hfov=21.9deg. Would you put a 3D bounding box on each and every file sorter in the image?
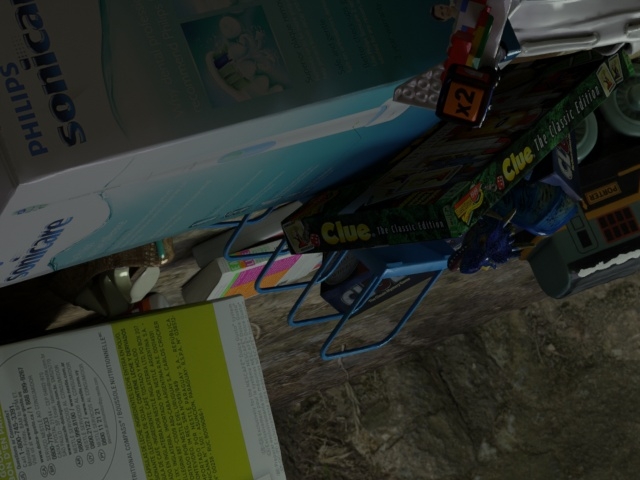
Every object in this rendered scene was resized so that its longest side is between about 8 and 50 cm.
[{"bbox_3d":[0.000,0.000,1.313,0.118,0.170,0.104,-7,136,-56],"label":"file sorter"}]

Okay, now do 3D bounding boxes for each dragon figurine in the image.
[{"bbox_3d":[0.143,-0.050,1.235,0.144,0.085,0.289,8,-156,40],"label":"dragon figurine"}]

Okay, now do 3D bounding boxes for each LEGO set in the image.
[{"bbox_3d":[0.086,-0.159,0.765,0.060,0.244,0.182,17,171,5],"label":"LEGO set"}]

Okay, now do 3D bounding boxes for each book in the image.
[{"bbox_3d":[-0.058,0.027,1.653,0.144,0.035,0.096,-16,165,-32],"label":"book"}]

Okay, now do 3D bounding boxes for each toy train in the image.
[{"bbox_3d":[0.321,-0.074,1.639,0.334,0.190,0.142,-20,170,-13],"label":"toy train"}]

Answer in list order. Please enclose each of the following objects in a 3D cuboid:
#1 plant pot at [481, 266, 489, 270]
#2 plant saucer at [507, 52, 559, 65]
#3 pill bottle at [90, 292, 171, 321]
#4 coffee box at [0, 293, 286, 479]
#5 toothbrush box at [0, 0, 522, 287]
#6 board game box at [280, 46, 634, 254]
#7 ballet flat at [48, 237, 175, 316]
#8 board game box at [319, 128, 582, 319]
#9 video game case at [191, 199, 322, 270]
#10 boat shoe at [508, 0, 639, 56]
[{"bbox_3d":[0.154,-0.030,1.771,0.083,0.081,0.081,14,132,-19],"label":"plant pot"},{"bbox_3d":[0.088,-0.137,1.251,0.278,0.041,0.278,-22,171,-4],"label":"plant saucer"},{"bbox_3d":[-0.224,0.123,1.770,0.152,0.086,0.086,-23,170,3],"label":"pill bottle"},{"bbox_3d":[-0.257,0.256,1.498,0.334,0.338,0.338,-11,178,-44],"label":"coffee box"},{"bbox_3d":[-0.075,-0.086,0.919,0.295,0.126,0.216,-18,171,-25],"label":"toothbrush box"},{"bbox_3d":[0.097,-0.064,1.111,0.136,0.030,0.260,-10,-159,40],"label":"board game box"},{"bbox_3d":[-0.183,0.030,1.438,0.073,0.067,0.206,-18,169,-29],"label":"ballet flat"},{"bbox_3d":[0.108,-0.050,1.425,0.243,0.165,0.042,-29,127,28],"label":"board game box"},{"bbox_3d":[-0.010,-0.005,1.749,0.204,0.025,0.285,-24,170,5],"label":"video game case"},{"bbox_3d":[0.202,-0.169,1.126,0.258,0.095,0.084,-7,123,-29],"label":"boat shoe"}]
